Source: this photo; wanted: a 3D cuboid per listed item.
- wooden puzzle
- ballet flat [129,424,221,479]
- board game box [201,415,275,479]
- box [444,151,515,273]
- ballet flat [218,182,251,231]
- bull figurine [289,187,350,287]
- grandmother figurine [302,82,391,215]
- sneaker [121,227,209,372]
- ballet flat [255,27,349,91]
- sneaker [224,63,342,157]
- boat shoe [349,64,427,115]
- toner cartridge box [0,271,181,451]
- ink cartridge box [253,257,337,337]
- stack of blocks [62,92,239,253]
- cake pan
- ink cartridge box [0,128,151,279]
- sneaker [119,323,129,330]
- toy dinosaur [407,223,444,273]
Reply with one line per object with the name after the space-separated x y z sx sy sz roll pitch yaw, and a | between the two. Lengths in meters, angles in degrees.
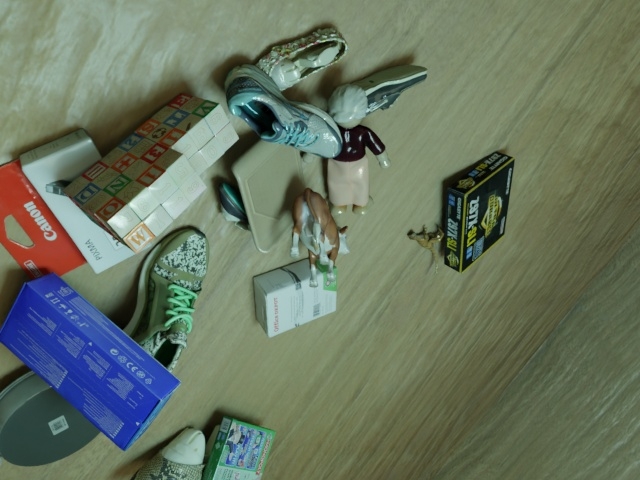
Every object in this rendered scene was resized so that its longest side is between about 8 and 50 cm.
-0.110 -0.124 1.175 0.221 0.044 0.238 -52 142 -38 | wooden puzzle
-0.344 0.649 1.553 0.483 0.164 0.181 20 86 -49 | ballet flat
-0.258 0.701 1.515 0.213 0.046 0.317 42 59 -48 | board game box
0.508 -0.086 1.654 0.257 0.079 0.322 -33 135 -26 | box
-0.184 -0.063 1.197 0.074 0.074 0.203 -50 142 4 | ballet flat
0.000 0.000 1.266 0.101 0.188 0.310 -7 152 16 | bull figurine
0.061 -0.209 1.217 0.208 0.104 0.342 -5 137 -4 | grandmother figurine
-0.325 0.175 1.138 0.158 0.182 0.410 27 81 -46 | sneaker
-0.044 -0.372 1.070 0.241 0.077 0.091 -35 135 -10 | ballet flat
-0.076 -0.232 1.052 0.283 0.122 0.110 27 131 -26 | sneaker
0.149 -0.354 1.222 0.233 0.084 0.079 -26 131 -9 | boat shoe
-0.461 0.237 1.017 0.165 0.348 0.075 -52 176 22 | toner cartridge box
-0.068 0.150 1.416 0.220 0.092 0.160 -18 129 -26 | ink cartridge box
-0.292 -0.134 0.938 0.297 0.171 0.087 -48 141 -20 | stack of blocks
-0.615 0.409 1.195 0.293 0.054 0.293 -27 136 -30 | cake pan
-0.496 -0.043 0.987 0.239 0.060 0.275 -31 134 -17 | ink cartridge box
-0.428 0.243 1.230 0.221 0.083 0.087 8 107 -44 | sneaker
0.355 0.008 1.663 0.112 0.064 0.211 -42 127 14 | toy dinosaur
